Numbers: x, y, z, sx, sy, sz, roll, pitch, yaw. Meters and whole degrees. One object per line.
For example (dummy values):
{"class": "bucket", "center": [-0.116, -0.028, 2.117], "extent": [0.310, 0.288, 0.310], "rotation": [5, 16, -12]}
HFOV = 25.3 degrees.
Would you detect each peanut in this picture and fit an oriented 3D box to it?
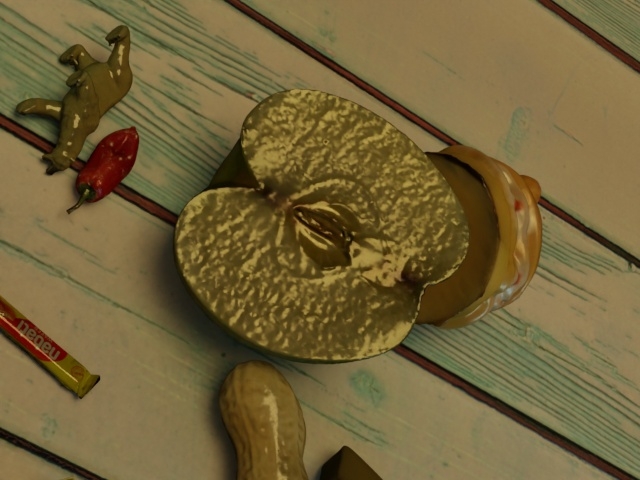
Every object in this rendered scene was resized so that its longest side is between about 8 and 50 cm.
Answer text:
{"class": "peanut", "center": [-0.069, 0.299, 1.934], "extent": [0.125, 0.111, 0.274], "rotation": [19, 60, -68]}

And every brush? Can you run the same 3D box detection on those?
{"class": "brush", "center": [0.075, 0.389, 1.987], "extent": [0.197, 0.059, 0.123], "rotation": [50, 17, -8]}

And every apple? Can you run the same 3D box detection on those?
{"class": "apple", "center": [0.000, 0.000, 1.966], "extent": [0.360, 0.320, 0.311], "rotation": [33, 25, 2]}

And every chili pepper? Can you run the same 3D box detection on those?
{"class": "chili pepper", "center": [-0.296, -0.101, 1.973], "extent": [0.059, 0.050, 0.191], "rotation": [29, 48, -2]}

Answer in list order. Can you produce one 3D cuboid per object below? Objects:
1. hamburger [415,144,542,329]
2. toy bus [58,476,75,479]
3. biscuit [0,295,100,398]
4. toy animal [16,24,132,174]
{"class": "hamburger", "center": [0.213, -0.007, 2.155], "extent": [0.237, 0.276, 0.276], "rotation": [-6, 74, -55]}
{"class": "toy bus", "center": [-0.395, 0.346, 1.712], "extent": [0.226, 0.074, 0.081], "rotation": [-14, 81, -37]}
{"class": "biscuit", "center": [-0.404, 0.100, 1.837], "extent": [0.292, 0.026, 0.048], "rotation": [43, 34, -12]}
{"class": "toy animal", "center": [-0.328, -0.195, 1.977], "extent": [0.101, 0.103, 0.218], "rotation": [59, 43, -31]}
